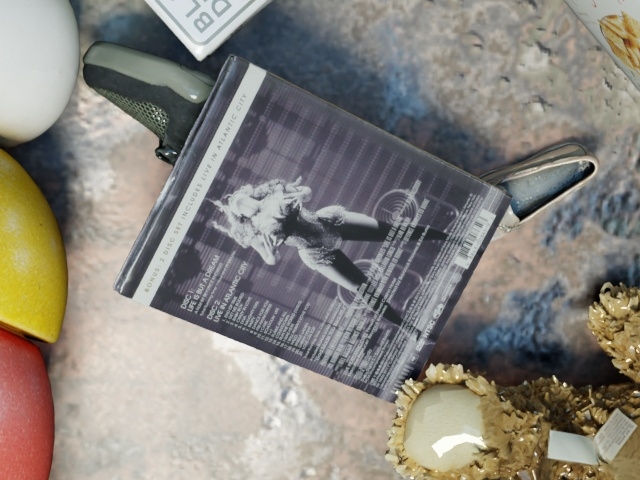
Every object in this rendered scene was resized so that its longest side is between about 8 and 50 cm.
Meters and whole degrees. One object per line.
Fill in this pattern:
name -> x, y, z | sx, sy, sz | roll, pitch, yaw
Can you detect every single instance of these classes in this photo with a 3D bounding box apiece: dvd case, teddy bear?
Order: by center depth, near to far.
dvd case -> 0.000, 0.000, 0.837 | 0.221, 0.018, 0.164 | 24, 98, -26
teddy bear -> 0.206, 0.161, 0.892 | 0.338, 0.113, 0.245 | -21, 74, -18

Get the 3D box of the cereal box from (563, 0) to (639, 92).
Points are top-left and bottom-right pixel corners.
cereal box -> 0.202, -0.156, 0.827 | 0.047, 0.173, 0.240 | -42, 99, 2

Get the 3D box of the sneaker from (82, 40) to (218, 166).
sneaker -> -0.073, -0.038, 0.863 | 0.227, 0.087, 0.130 | 31, 89, -14

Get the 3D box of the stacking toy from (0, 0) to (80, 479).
stacking toy -> -0.265, 0.046, 0.796 | 0.351, 0.350, 0.479 | 23, 77, -8

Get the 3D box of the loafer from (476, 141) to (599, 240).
loafer -> 0.137, -0.031, 0.907 | 0.125, 0.039, 0.045 | -29, 101, 0

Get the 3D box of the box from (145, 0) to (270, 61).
box -> -0.026, -0.269, 0.830 | 0.290, 0.087, 0.169 | -41, 100, 2
